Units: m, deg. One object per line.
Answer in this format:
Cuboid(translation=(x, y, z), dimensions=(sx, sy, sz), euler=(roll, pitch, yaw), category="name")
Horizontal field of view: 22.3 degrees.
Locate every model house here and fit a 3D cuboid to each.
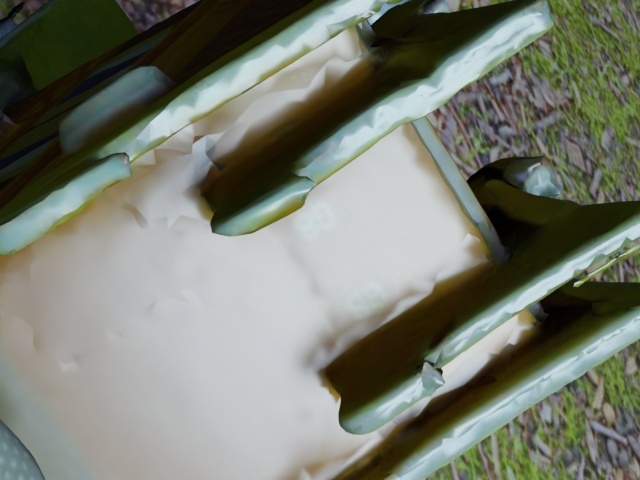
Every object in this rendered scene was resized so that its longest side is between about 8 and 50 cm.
Cuboid(translation=(0.000, 0.000, 0.610), dimensions=(0.242, 0.312, 0.358), euler=(59, 35, -16), category="model house")

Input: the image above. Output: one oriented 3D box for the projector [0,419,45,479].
Cuboid(translation=(-0.218, 0.055, 0.405), dimensions=(0.242, 0.177, 0.163), euler=(50, 37, -22), category="projector")
